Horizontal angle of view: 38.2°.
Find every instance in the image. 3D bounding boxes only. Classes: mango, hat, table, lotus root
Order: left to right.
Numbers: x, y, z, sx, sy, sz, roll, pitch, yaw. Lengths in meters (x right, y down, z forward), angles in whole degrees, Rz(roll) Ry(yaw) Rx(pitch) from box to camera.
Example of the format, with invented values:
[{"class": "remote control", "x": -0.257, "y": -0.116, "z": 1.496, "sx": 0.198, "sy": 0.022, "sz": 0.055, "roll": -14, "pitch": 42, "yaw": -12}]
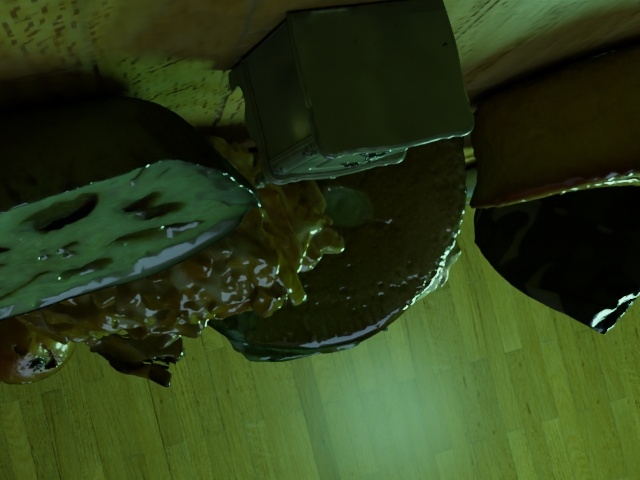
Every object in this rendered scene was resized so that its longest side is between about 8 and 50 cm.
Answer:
[{"class": "mango", "x": -0.441, "y": 0.123, "z": 1.317, "sx": 0.156, "sy": 0.151, "sz": 0.249, "roll": -35, "pitch": -157, "yaw": -29}, {"class": "lotus root", "x": -0.135, "y": -0.021, "z": 0.452, "sx": 0.204, "sy": 0.077, "sz": 0.183, "roll": -17, "pitch": 168, "yaw": -20}, {"class": "table", "x": 0.010, "y": -0.063, "z": 0.420, "sx": 0.079, "sy": 0.062, "sz": 0.083, "roll": -12, "pitch": 178, "yaw": -26}, {"class": "hat", "x": 0.376, "y": -0.101, "z": 1.011, "sx": 0.381, "sy": 0.257, "sz": 0.366, "roll": -53, "pitch": -176, "yaw": 32}]

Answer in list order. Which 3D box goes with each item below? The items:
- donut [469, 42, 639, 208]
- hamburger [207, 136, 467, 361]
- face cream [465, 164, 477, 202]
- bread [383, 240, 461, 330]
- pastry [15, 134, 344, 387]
[{"class": "donut", "x": 0.235, "y": -0.082, "z": 0.725, "sx": 0.254, "sy": 0.118, "sz": 0.253, "roll": -16, "pitch": 177, "yaw": -1}, {"class": "hamburger", "x": -0.001, "y": 0.008, "z": 0.776, "sx": 0.288, "sy": 0.192, "sz": 0.167, "roll": -14, "pitch": -172, "yaw": 6}, {"class": "face cream", "x": 0.249, "y": -0.090, "z": 1.389, "sx": 0.084, "sy": 0.057, "sz": 0.198, "roll": -14, "pitch": 178, "yaw": -16}, {"class": "bread", "x": 0.086, "y": 0.025, "z": 1.258, "sx": 0.184, "sy": 0.211, "sz": 0.224, "roll": -6, "pitch": -178, "yaw": -13}, {"class": "pastry", "x": -0.114, "y": 0.017, "z": 0.651, "sx": 0.250, "sy": 0.102, "sz": 0.154, "roll": -20, "pitch": 134, "yaw": 32}]
